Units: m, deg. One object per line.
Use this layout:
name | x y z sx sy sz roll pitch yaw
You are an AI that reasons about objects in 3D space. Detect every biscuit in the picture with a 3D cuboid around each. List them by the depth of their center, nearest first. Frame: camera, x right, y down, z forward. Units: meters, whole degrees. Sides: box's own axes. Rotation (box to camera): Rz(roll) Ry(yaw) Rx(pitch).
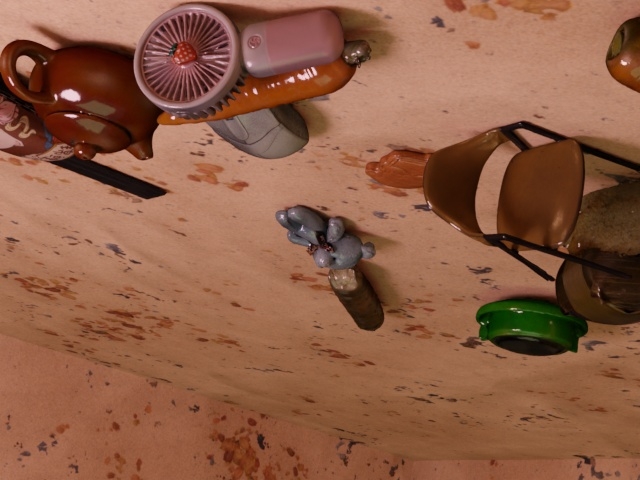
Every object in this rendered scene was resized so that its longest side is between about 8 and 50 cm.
biscuit | 0.127 -0.099 1.831 0.102 0.019 0.130 20 159 -32

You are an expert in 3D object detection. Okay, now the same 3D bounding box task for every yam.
yam | 0.069 0.106 2.411 0.071 0.067 0.317 -7 161 9

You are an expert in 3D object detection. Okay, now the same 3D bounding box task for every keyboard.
keyboard | -0.349 -0.105 2.070 0.202 0.011 0.067 22 160 -33

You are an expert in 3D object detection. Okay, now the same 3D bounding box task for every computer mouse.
computer mouse | -0.093 -0.158 1.684 0.113 0.068 0.229 -3 158 30

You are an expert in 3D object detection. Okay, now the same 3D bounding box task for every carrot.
carrot | 0.398 -0.179 1.347 0.193 0.087 0.087 14 162 -12
carrot | -0.074 -0.182 1.551 0.336 0.069 0.069 -16 150 36

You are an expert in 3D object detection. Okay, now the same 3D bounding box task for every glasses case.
glasses case | -0.468 -0.189 1.759 0.122 0.082 0.321 -8 155 38

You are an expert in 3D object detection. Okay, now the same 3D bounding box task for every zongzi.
zongzi | 0.529 0.054 1.910 0.318 0.154 0.289 4 170 -1

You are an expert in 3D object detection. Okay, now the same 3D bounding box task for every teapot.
teapot | -0.306 -0.175 1.641 0.178 0.135 0.252 -12 154 40

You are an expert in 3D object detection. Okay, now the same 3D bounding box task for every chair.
chair | 0.278 -0.053 1.672 0.247 0.158 0.172 23 160 -39

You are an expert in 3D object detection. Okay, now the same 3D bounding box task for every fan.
fan | -0.092 -0.214 1.455 0.244 0.130 0.074 -10 161 15

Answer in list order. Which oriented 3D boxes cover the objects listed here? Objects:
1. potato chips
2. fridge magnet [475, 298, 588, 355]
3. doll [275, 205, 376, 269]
potato chips | 0.414 -0.027 1.724 0.209 0.142 0.026 -33 133 29
fridge magnet | 0.391 0.159 2.369 0.208 0.088 0.208 9 162 3
doll | 0.000 0.005 2.120 0.120 0.075 0.180 -11 154 40
